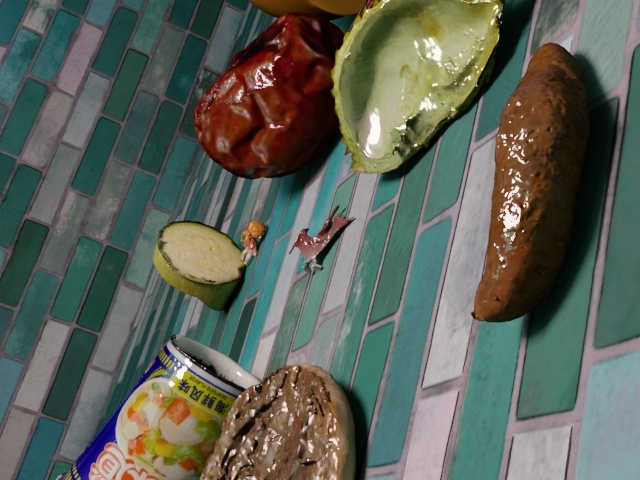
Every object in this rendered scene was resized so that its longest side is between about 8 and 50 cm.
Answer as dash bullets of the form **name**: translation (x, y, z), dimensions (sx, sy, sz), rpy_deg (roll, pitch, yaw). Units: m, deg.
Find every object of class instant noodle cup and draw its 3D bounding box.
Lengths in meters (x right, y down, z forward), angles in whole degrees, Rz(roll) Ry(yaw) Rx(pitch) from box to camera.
- **instant noodle cup**: translation (-0.244, 0.337, 1.542), dimensions (0.312, 0.284, 0.284), rpy_deg (-59, 16, 1)

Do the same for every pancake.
- **pancake**: translation (-0.077, 0.337, 1.237), dimensions (0.382, 0.071, 0.382), rpy_deg (-48, 27, 35)

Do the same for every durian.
- **durian**: translation (0.127, -0.246, 1.311), dimensions (0.394, 0.163, 0.198), rpy_deg (-36, 37, 50)

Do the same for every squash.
- **squash**: translation (-0.287, 0.059, 2.087), dimensions (0.133, 0.220, 0.220), rpy_deg (-54, 20, 27)

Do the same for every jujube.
- **jujube**: translation (-0.090, -0.274, 1.845), dimensions (0.377, 0.276, 0.276), rpy_deg (-47, 25, 41)

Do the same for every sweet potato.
- **sweet potato**: translation (0.213, -0.086, 0.914), dimensions (0.114, 0.092, 0.341), rpy_deg (108, 178, -65)

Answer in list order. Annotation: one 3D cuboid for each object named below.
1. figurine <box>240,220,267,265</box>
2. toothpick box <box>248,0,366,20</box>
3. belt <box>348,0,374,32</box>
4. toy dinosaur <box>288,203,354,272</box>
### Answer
- **figurine**: translation (-0.154, 0.007, 2.052), dimensions (0.064, 0.047, 0.109), rpy_deg (49, 126, 40)
- **toothpick box**: translation (-0.020, -0.646, 1.869), dimensions (0.409, 0.409, 0.425), rpy_deg (-61, 20, 20)
- **belt**: translation (0.128, -0.458, 1.668), dimensions (0.094, 0.126, 0.359), rpy_deg (1, 75, 63)
- **toy dinosaur**: translation (-0.001, 0.000, 1.591), dimensions (0.220, 0.032, 0.108), rpy_deg (-23, 42, 54)
